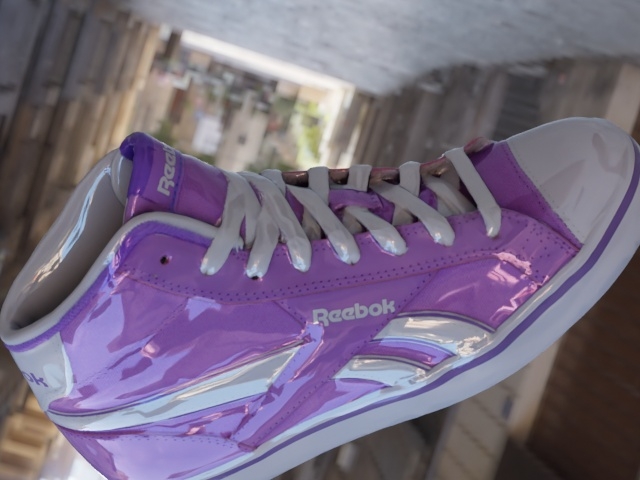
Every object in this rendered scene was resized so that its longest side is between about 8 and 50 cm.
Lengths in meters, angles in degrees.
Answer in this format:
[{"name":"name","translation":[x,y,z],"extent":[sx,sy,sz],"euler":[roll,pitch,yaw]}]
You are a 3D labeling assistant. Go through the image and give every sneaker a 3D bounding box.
[{"name":"sneaker","translation":[0.000,0.001,0.620],"extent":[0.161,0.282,0.102],"euler":[58,-178,-37]}]
